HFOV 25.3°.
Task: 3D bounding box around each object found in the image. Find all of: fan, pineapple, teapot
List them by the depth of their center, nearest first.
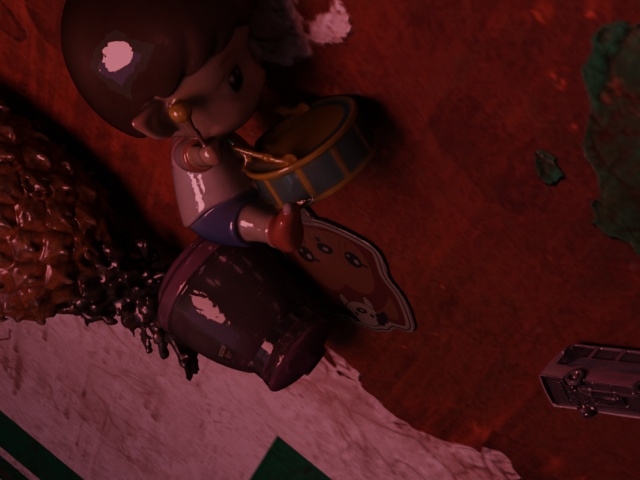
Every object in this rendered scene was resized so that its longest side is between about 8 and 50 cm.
[{"bbox_3d":[0.000,0.000,1.207,0.132,0.009,0.220,4,136,46],"label":"fan"},{"bbox_3d":[-0.063,0.073,1.268,0.146,0.116,0.148,38,156,17],"label":"teapot"},{"bbox_3d":[-0.253,0.009,1.377,0.362,0.202,0.202,29,153,-6],"label":"pineapple"}]

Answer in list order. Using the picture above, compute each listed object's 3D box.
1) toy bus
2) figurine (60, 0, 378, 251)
[{"bbox_3d":[0.223,0.102,1.027,0.130,0.052,0.037,3,129,47],"label":"toy bus"},{"bbox_3d":[-0.085,-0.125,1.001,0.158,0.161,0.275,-27,119,17],"label":"figurine"}]
